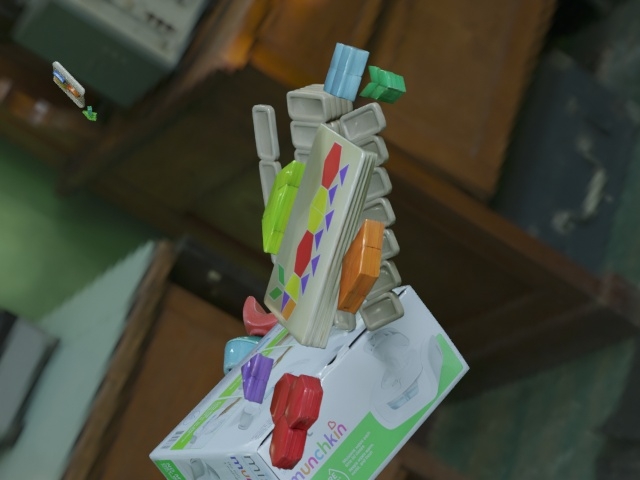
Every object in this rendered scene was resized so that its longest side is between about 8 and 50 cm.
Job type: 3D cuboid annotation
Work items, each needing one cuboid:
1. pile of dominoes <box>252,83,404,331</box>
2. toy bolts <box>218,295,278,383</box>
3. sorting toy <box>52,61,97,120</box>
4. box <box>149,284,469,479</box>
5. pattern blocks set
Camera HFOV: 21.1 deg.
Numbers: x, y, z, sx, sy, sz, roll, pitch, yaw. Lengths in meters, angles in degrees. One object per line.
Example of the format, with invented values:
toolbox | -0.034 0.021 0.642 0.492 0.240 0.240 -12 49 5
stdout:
pile of dominoes | 0.019 -0.031 1.745 0.196 0.040 0.251 10 113 47
toy bolts | -0.017 0.190 2.008 0.218 0.228 0.158 -5 46 45
sorting toy | -0.317 -0.189 2.209 0.012 0.083 0.062 -43 -4 -16
box | -0.014 0.180 1.822 0.262 0.126 0.231 -45 18 -31
pattern blocks set | 0.000 0.000 1.444 0.285 0.026 0.324 -121 48 -64
